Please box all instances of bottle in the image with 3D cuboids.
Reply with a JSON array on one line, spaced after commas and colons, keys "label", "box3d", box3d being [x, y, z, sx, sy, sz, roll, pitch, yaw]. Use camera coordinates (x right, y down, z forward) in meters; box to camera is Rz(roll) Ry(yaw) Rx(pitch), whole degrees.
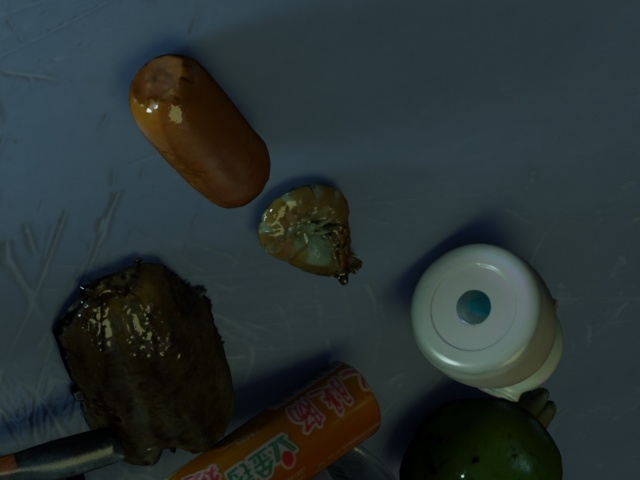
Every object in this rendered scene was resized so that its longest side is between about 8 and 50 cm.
[{"label": "bottle", "box3d": [0.197, 0.100, 1.950, 0.147, 0.147, 0.236, -38, 156, 6]}]

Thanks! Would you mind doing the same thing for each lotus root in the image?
[{"label": "lotus root", "box3d": [-0.158, 0.134, 1.728, 0.167, 0.078, 0.329, -31, 148, -9]}]

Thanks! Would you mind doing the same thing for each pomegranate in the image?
[{"label": "pomegranate", "box3d": [0.207, 0.268, 2.156, 0.248, 0.202, 0.202, -44, 161, -43]}]

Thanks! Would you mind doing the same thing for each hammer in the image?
[{"label": "hammer", "box3d": [-0.330, 0.223, 1.688, 0.289, 0.037, 0.137, -13, 143, -13]}]

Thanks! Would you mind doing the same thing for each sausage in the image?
[{"label": "sausage", "box3d": [-0.074, 0.242, 1.863, 0.312, 0.093, 0.093, -32, 151, -31]}, {"label": "sausage", "box3d": [-0.098, -0.087, 1.490, 0.076, 0.076, 0.197, -36, 150, 2]}]

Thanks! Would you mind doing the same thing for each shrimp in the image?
[{"label": "shrimp", "box3d": [0.000, 0.000, 1.722, 0.091, 0.043, 0.184, -40, 147, 2]}]

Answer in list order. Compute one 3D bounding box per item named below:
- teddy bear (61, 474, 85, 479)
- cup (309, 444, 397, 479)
[{"label": "teddy bear", "box3d": [-0.245, 0.335, 1.788, 0.144, 0.251, 0.171, -42, 162, 14]}, {"label": "cup", "box3d": [-0.050, 0.378, 2.025, 0.317, 0.212, 0.212, -48, 146, 19]}]
